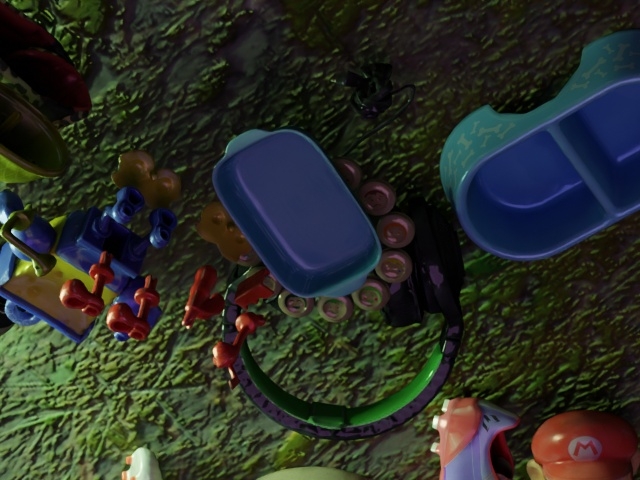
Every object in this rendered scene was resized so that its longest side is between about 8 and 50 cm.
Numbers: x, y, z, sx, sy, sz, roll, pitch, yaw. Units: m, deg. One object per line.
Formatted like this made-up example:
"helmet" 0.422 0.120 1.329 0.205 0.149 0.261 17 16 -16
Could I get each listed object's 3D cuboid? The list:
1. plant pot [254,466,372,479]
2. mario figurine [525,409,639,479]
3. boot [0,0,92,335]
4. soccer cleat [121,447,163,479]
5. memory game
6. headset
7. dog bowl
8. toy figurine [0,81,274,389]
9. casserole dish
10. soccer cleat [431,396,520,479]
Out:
"plant pot" -0.013 0.438 1.977 0.256 0.274 0.256 2 122 3
"mario figurine" 0.291 0.329 1.927 0.170 0.198 0.320 25 134 41
"boot" -0.344 -0.071 1.736 0.284 0.138 0.377 -31 130 17
"soccer cleat" -0.188 0.314 2.040 0.076 0.068 0.196 -4 124 -11
"memory game" 0.000 0.000 1.697 0.186 0.012 0.186 5 120 9
"headset" 0.031 0.020 1.764 0.243 0.185 0.394 8 105 -1
"dog bowl" 0.257 -0.085 1.750 0.297 0.074 0.166 -30 115 20
"toy figurine" -0.250 0.029 1.637 0.362 0.191 0.217 33 135 -27
"casserole dish" -0.019 -0.031 1.655 0.114 0.037 0.188 -27 112 22
"soccer cleat" 0.173 0.285 1.976 0.095 0.083 0.248 10 119 22
